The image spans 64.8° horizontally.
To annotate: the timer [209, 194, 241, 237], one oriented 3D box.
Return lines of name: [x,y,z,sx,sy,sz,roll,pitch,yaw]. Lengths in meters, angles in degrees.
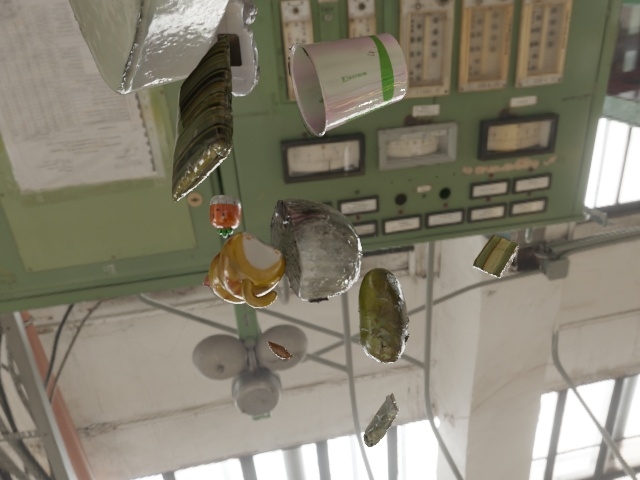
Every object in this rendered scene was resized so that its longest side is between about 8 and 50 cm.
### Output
timer: [-0.289,-0.071,1.521,0.099,0.136,0.136,7,-153,8]

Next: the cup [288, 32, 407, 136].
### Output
cup: [0.076,-0.442,1.382,0.273,0.253,0.253,-21,-151,-14]

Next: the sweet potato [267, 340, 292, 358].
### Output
sweet potato: [-0.132,0.353,1.615,0.095,0.034,0.034,35,-150,-4]

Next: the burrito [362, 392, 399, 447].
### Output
burrito: [0.184,0.548,1.521,0.064,0.203,0.064,19,-154,-10]

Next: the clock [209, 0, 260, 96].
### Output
clock: [-0.140,-0.328,0.819,0.079,0.176,0.117,1,-132,0]

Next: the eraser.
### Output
eraser: [-0.218,-0.374,0.636,0.331,0.332,0.149,20,-141,41]

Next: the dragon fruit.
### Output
dragon fruit: [0.000,0.000,1.344,0.221,0.204,0.283,-2,-145,-22]

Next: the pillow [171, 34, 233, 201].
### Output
pillow: [-0.140,-0.149,0.604,0.113,0.038,0.204,-35,-134,34]

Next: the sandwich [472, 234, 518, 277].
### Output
sandwich: [0.455,0.077,1.347,0.079,0.114,0.163,25,-137,23]

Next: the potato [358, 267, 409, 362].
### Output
potato: [0.152,0.171,1.207,0.113,0.149,0.251,-17,-133,33]

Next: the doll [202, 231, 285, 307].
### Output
doll: [-0.193,0.078,1.276,0.162,0.166,0.269,-61,-167,-17]
